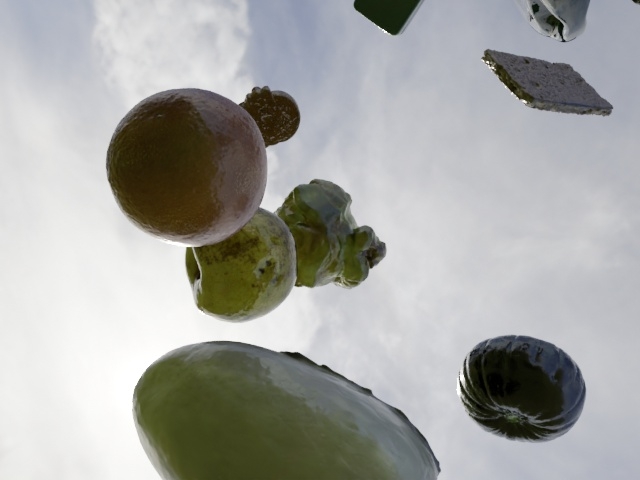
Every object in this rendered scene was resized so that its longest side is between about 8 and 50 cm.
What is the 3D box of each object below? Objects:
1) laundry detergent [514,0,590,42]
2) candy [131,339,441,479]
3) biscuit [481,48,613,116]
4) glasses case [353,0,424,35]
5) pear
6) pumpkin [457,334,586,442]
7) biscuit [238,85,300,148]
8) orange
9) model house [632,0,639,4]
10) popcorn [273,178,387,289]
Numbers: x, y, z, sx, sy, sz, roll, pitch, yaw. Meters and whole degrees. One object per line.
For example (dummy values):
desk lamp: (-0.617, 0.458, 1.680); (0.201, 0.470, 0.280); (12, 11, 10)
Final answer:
laundry detergent: (0.205, -0.246, 0.582); (0.063, 0.211, 0.137); (-22, -83, 17)
candy: (-0.060, 0.298, 0.811); (0.426, 0.186, 0.386); (31, -45, 13)
biscuit: (0.359, -0.245, 1.023); (0.131, 0.230, 0.025); (61, -43, 32)
glasses case: (0.122, -0.364, 0.845); (0.077, 0.039, 0.184); (36, -64, 4)
pear: (-0.122, 0.036, 1.064); (0.197, 0.197, 0.197); (9, -75, 36)
pumpkin: (0.319, 0.234, 1.037); (0.201, 0.140, 0.202); (17, -42, 16)
biscuit: (-0.133, -0.295, 1.532); (0.170, 0.170, 0.050); (-57, -143, 31)
orange: (-0.157, -0.086, 0.792); (0.206, 0.206, 0.206); (9, -75, 36)
model house: (0.329, -0.259, 0.637); (0.058, 0.083, 0.057); (22, -66, 45)
popcorn: (0.005, 0.002, 1.446); (0.277, 0.276, 0.225); (64, -25, 8)
